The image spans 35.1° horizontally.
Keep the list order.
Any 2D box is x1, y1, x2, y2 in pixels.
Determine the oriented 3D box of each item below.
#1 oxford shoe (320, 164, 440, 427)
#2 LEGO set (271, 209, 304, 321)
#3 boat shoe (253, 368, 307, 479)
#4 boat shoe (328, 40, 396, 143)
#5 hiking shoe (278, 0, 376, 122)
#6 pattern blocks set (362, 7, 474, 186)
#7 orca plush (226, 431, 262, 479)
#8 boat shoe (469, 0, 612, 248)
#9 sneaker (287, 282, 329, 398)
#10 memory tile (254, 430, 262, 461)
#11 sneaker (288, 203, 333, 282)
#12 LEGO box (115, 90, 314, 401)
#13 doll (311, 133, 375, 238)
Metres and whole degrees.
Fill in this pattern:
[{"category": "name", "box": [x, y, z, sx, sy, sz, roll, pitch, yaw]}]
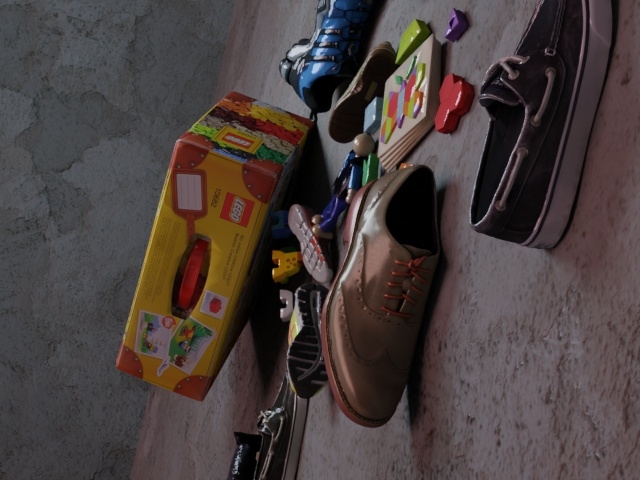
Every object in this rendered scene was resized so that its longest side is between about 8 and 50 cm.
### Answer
[{"category": "oxford shoe", "box": [0.084, 0.060, 1.292, 0.130, 0.123, 0.348, 143, 136, -59]}, {"category": "LEGO set", "box": [-0.034, 0.023, 1.823, 0.087, 0.093, 0.227, 68, -163, -58]}, {"category": "boat shoe", "box": [-0.070, 0.316, 1.719, 0.078, 0.070, 0.219, 142, 138, -66]}, {"category": "boat shoe", "box": [0.075, -0.246, 1.681, 0.190, 0.068, 0.072, -54, 14, 34]}, {"category": "hiking shoe", "box": [0.044, -0.362, 1.844, 0.132, 0.113, 0.304, 59, 137, 23]}, {"category": "pattern blocks set", "box": [0.130, -0.201, 1.482, 0.325, 0.026, 0.285, 125, 153, -51]}, {"category": "orca plush", "box": [-0.111, 0.484, 1.775, 0.151, 0.102, 0.287, 53, -137, -47]}, {"category": "boat shoe", "box": [0.212, -0.146, 1.025, 0.108, 0.102, 0.301, -168, 91, -75]}, {"category": "sneaker", "box": [-0.016, 0.175, 1.650, 0.094, 0.082, 0.208, 109, 171, -48]}, {"category": "memory tile", "box": [-0.134, 0.452, 1.946, 0.113, 0.012, 0.148, -102, 30, -56]}, {"category": "sneaker", "box": [0.000, 0.000, 1.756, 0.061, 0.065, 0.158, -51, 53, 47]}, {"category": "LEGO box", "box": [-0.204, -0.001, 2.014, 0.372, 0.193, 0.500, -64, -6, -65]}, {"category": "doll", "box": [0.043, -0.092, 1.682, 0.129, 0.046, 0.189, -91, 25, -62]}]
